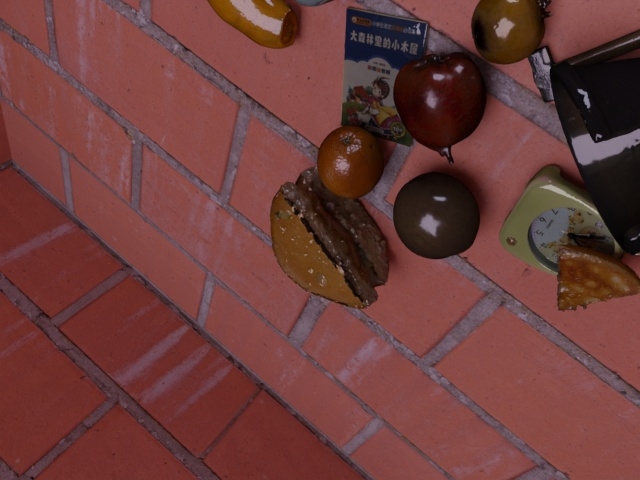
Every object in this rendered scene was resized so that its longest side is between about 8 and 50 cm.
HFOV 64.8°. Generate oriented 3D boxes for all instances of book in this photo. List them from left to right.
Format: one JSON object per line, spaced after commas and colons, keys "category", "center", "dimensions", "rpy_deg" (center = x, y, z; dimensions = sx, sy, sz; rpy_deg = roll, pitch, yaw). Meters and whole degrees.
{"category": "book", "center": [0.154, -0.415, 1.305], "dimensions": [0.228, 0.018, 0.323], "rpy_deg": [23, 134, 26]}

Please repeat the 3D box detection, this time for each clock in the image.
{"category": "clock", "center": [0.597, -0.014, 1.183], "dimensions": [0.308, 0.096, 0.235], "rpy_deg": [33, 136, 16]}

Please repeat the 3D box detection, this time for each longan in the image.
{"category": "longan", "center": [0.301, -0.053, 1.315], "dimensions": [0.248, 0.248, 0.248], "rpy_deg": [23, 134, 26]}

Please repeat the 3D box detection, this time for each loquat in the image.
{"category": "loquat", "center": [0.377, -0.432, 1.011], "dimensions": [0.163, 0.137, 0.163], "rpy_deg": [13, 110, 39]}

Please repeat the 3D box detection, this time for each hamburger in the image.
{"category": "hamburger", "center": [0.000, 0.000, 1.574], "dimensions": [0.287, 0.268, 0.446], "rpy_deg": [-23, 109, 46]}

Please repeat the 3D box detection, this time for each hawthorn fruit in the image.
{"category": "hawthorn fruit", "center": [0.275, -0.295, 1.151], "dimensions": [0.208, 0.208, 0.248], "rpy_deg": [8, 118, 36]}

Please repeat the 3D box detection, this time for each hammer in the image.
{"category": "hammer", "center": [0.586, -0.378, 0.953], "dimensions": [0.365, 0.043, 0.111], "rpy_deg": [-14, 110, 43]}

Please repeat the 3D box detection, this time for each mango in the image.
{"category": "mango", "center": [-0.205, -0.648, 1.336], "dimensions": [0.359, 0.144, 0.187], "rpy_deg": [50, 142, -7]}

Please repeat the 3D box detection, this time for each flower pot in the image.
{"category": "flower pot", "center": [0.596, -0.194, 0.901], "dimensions": [0.251, 0.379, 0.379], "rpy_deg": [-24, 105, 22]}

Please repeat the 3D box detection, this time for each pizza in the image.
{"category": "pizza", "center": [0.595, 0.088, 1.151], "dimensions": [0.201, 0.053, 0.193], "rpy_deg": [31, 137, -1]}

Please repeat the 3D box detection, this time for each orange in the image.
{"category": "orange", "center": [0.082, -0.217, 1.390], "dimensions": [0.206, 0.206, 0.206], "rpy_deg": [23, 134, 26]}

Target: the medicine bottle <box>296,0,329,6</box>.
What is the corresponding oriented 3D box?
{"category": "medicine bottle", "center": [0.015, -0.617, 1.148], "dimensions": [0.135, 0.168, 0.135], "rpy_deg": [22, 133, 25]}
